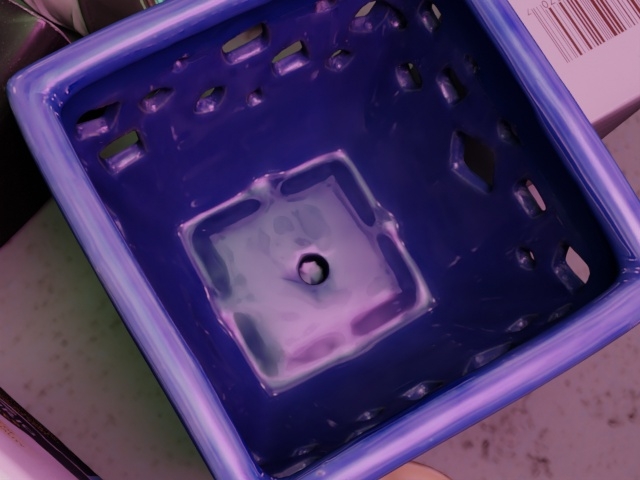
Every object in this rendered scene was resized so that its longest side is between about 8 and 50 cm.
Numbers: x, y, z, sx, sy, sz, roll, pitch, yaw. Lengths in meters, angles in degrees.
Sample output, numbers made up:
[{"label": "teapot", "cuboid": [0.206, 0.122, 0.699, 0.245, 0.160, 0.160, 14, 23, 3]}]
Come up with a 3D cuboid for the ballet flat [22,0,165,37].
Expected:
[{"label": "ballet flat", "cuboid": [-0.165, -0.207, 0.589, 0.096, 0.095, 0.281, -20, 75, -2]}]

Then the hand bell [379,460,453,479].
[{"label": "hand bell", "cuboid": [0.063, 0.170, 0.442, 0.126, 0.242, 0.126, 2, 75, -7]}]

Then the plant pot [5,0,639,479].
[{"label": "plant pot", "cuboid": [0.000, 0.000, 0.493, 0.236, 0.212, 0.236, -28, 81, -15]}]

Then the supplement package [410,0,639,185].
[{"label": "supplement package", "cuboid": [0.129, -0.099, 0.554, 0.105, 0.179, 0.105, -30, 82, -15]}]

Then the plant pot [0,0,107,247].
[{"label": "plant pot", "cuboid": [-0.247, -0.068, 0.498, 0.188, 0.187, 0.167, 30, 85, 0]}]

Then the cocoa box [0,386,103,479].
[{"label": "cocoa box", "cuboid": [-0.134, 0.242, 0.401, 0.347, 0.228, 0.231, 41, 74, 3]}]
